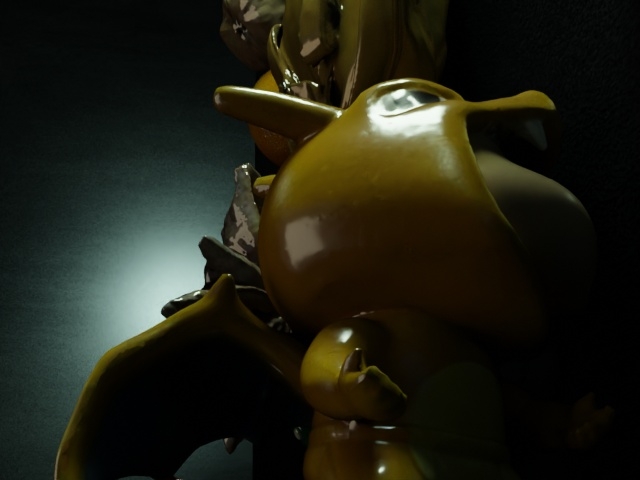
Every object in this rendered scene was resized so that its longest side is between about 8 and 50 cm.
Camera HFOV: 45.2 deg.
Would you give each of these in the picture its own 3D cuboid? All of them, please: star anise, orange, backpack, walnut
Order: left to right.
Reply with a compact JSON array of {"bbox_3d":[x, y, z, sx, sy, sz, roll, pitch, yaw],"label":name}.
[{"bbox_3d":[-0.069,0.082,0.896,0.349,0.109,0.292,-71,-27,-42],"label":"star anise"},{"bbox_3d":[-0.060,-0.438,1.452,0.227,0.273,0.273,31,129,27],"label":"walnut"},{"bbox_3d":[-0.035,-0.219,1.393,0.206,0.206,0.206,-177,90,-79],"label":"orange"},{"bbox_3d":[0.048,-0.235,0.948,0.353,0.201,0.377,116,157,-61],"label":"backpack"}]

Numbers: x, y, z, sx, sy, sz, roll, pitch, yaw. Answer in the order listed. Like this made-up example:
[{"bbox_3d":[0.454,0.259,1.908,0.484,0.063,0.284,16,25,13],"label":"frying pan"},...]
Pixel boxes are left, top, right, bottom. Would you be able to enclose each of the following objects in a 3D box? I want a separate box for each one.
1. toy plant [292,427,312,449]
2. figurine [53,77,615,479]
[{"bbox_3d":[0.068,0.239,0.812,0.243,0.113,0.232,48,155,9],"label":"toy plant"},{"bbox_3d":[0.035,0.069,0.563,0.268,0.401,0.386,135,141,-56],"label":"figurine"}]
